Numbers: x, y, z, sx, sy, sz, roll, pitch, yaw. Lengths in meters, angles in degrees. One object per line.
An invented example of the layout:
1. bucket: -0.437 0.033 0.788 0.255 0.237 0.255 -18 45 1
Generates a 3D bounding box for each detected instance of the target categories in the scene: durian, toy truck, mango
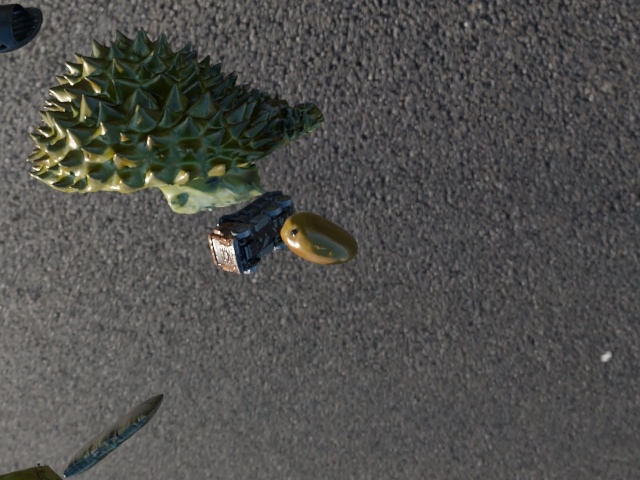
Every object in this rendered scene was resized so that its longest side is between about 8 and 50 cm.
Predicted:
1. durian: -0.153 -0.100 0.764 0.306 0.172 0.166 -6 151 12
2. toy truck: -0.115 -0.018 1.412 0.092 0.192 0.083 10 123 34
3. mango: 0.000 0.000 1.084 0.114 0.080 0.060 22 98 -32

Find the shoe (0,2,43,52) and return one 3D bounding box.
1. shoe: -0.456 -0.287 1.071 0.159 0.062 0.053 -9 156 16

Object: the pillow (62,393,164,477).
1. pillow: -0.381 0.362 1.473 0.203 0.113 0.038 -36 96 9

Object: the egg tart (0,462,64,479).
1. egg tart: -0.453 0.383 1.162 0.212 0.090 0.212 -12 165 -3
